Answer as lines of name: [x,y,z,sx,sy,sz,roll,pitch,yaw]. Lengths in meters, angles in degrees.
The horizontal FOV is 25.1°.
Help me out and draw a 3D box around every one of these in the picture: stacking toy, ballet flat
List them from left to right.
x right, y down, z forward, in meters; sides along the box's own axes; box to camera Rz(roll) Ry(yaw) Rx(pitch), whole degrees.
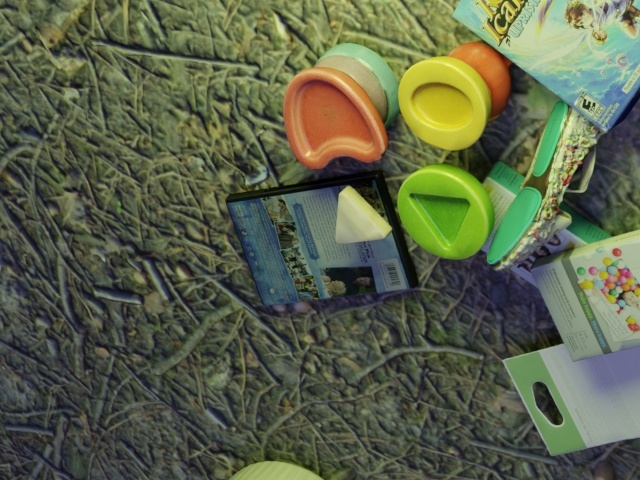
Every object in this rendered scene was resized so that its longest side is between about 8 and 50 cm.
stacking toy: [0.121,-0.131,1.876,0.309,0.130,0.279,5,123,35]
ballet flat: [0.292,-0.061,1.800,0.077,0.091,0.241,22,98,-17]

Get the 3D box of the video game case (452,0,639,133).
video game case: [0.314,-0.300,1.680,0.244,0.061,0.269,40,131,13]

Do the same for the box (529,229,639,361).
box: [0.380,0.067,1.825,0.186,0.038,0.145,-17,108,30]

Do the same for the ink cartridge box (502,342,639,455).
ink cartridge box: [0.390,0.193,1.956,0.235,0.056,0.171,-18,108,35]

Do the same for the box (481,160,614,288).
box: [0.304,0.007,1.889,0.244,0.060,0.100,35,125,4]

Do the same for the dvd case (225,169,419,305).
dvd case: [0.000,0.000,2.053,0.253,0.022,0.180,-8,112,29]

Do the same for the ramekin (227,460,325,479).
ramekin: [-0.068,0.474,2.283,0.273,0.127,0.273,11,120,19]
